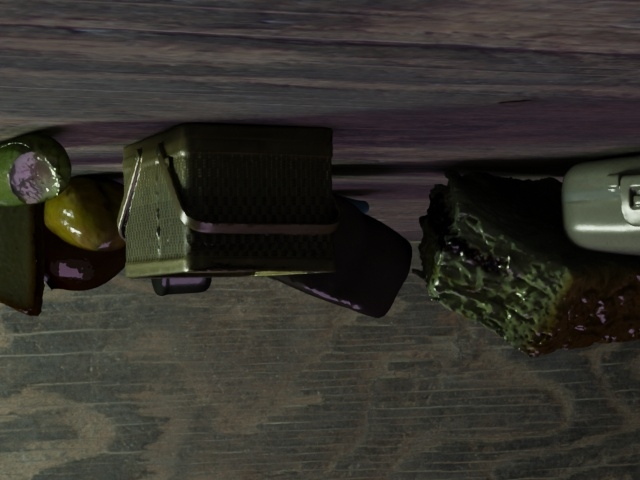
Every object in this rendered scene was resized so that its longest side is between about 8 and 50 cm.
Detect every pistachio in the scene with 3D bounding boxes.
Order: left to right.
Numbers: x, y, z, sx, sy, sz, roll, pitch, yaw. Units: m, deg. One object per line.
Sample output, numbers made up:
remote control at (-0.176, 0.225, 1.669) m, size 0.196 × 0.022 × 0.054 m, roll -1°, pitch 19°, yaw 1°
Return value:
pistachio at (-0.303, -0.039, 1.848) m, size 0.110 × 0.100 × 0.189 m, roll 25°, pitch 176°, yaw -24°

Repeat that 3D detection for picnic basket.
picnic basket at (-0.097, -0.033, 1.423) m, size 0.165 × 0.139 × 0.266 m, roll 0°, pitch 178°, yaw -22°

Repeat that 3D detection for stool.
stool at (-0.190, -0.015, 2.086) m, size 0.139 × 0.153 × 0.228 m, roll -3°, pitch -142°, yaw -12°

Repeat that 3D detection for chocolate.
chocolate at (-0.347, -0.008, 2.062) m, size 0.176 × 0.177 × 0.177 m, roll -1°, pitch 178°, yaw 0°

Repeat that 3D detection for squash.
squash at (-0.303, -0.067, 1.415) m, size 0.069 × 0.069 × 0.239 m, roll 1°, pitch 178°, yaw -28°

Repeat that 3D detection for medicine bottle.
medicine bottle at (0.468, -0.040, 1.592) m, size 0.282 × 0.123 × 0.375 m, roll 4°, pitch 177°, yaw -36°

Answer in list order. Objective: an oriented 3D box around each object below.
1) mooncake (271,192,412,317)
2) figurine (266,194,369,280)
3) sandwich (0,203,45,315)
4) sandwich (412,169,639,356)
mooncake at (-0.001, 0.006, 1.795) m, size 0.245 × 0.133 × 0.245 m, roll 30°, pitch -179°, yaw 0°
figurine at (-0.001, 0.004, 2.196) m, size 0.262 × 0.154 × 0.180 m, roll 13°, pitch -154°, yaw 16°
sandwich at (-0.436, 0.001, 1.669) m, size 0.214 × 0.186 × 0.065 m, roll -3°, pitch 175°, yaw -3°
sandwich at (0.262, 0.020, 1.778) m, size 0.325 × 0.131 × 0.262 m, roll -1°, pitch -147°, yaw -44°
